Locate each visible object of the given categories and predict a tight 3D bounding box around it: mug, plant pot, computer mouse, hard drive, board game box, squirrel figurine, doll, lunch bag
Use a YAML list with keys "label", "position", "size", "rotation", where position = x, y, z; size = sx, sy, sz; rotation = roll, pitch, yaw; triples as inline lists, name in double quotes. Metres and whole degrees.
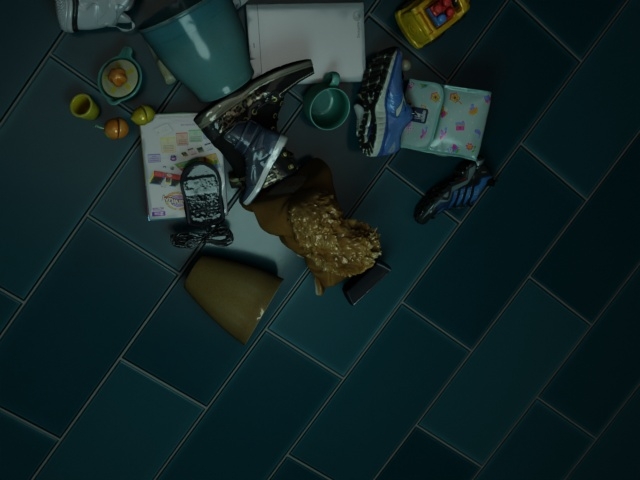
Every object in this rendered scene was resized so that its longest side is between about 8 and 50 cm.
- label: "mug"
  position: [0.021, -0.421, 1.896]
  size: [0.158, 0.097, 0.129]
  rotation: [-46, 125, 6]
- label: "plant pot"
  position: [-0.281, 0.160, 1.924]
  size: [0.254, 0.237, 0.237]
  rotation: [29, 95, -1]
- label: "computer mouse"
  position: [-0.355, -0.111, 1.853]
  size: [0.189, 0.072, 0.272]
  rotation: [-3, 115, -12]
- label: "hard drive"
  position: [0.139, 0.124, 1.972]
  size: [0.172, 0.254, 0.054]
  rotation: [-43, 91, 1]
- label: "plant pot"
  position: [-0.324, -0.537, 1.745]
  size: [0.272, 0.271, 0.255]
  rotation: [-30, 121, -3]
- label: "board game box"
  position: [-0.409, -0.225, 1.883]
  size: [0.242, 0.064, 0.316]
  rotation: [-4, 103, -10]
- label: "hard drive"
  position: [-0.042, -0.590, 1.886]
  size: [0.353, 0.047, 0.232]
  rotation: [-5, 103, -10]
- label: "squirrel figurine"
  position: [0.000, 0.000, 1.849]
  size: [0.281, 0.397, 0.370]
  rotation: [-31, 117, -13]
- label: "doll"
  position: [0.208, -0.493, 1.954]
  size: [0.189, 0.046, 0.129]
  rotation: [-43, 107, 4]
- label: "lunch bag"
  position: [0.377, -0.379, 1.958]
  size: [0.262, 0.160, 0.223]
  rotation: [11, 104, 1]

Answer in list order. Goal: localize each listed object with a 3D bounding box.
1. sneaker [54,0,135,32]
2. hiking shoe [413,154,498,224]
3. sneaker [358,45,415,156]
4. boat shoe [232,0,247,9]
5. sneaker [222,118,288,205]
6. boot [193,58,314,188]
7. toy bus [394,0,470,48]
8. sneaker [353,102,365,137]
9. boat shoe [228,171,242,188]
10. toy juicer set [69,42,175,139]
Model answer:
- label: "sneaker"
  position: [-0.605, -0.748, 1.701]
  size: [0.210, 0.137, 0.365]
  rotation: [2, 107, -12]
- label: "hiking shoe"
  position: [0.443, -0.141, 2.040]
  size: [0.304, 0.113, 0.132]
  rotation: [-41, 105, 0]
- label: "sneaker"
  position: [0.209, -0.417, 1.901]
  size: [0.147, 0.130, 0.329]
  rotation: [0, 103, -31]
- label: "boat shoe"
  position: [-0.306, -0.771, 1.784]
  size: [0.084, 0.095, 0.258]
  rotation: [-44, 103, -31]
- label: "sneaker"
  position: [-0.211, -0.224, 1.735]
  size: [0.163, 0.086, 0.226]
  rotation: [26, 102, -12]
- label: "boot"
  position: [-0.141, -0.332, 1.828]
  size: [0.377, 0.138, 0.284]
  rotation: [-31, 108, -7]
- label: "toy bus"
  position: [0.360, -0.692, 1.857]
  size: [0.220, 0.211, 0.149]
  rotation: [-38, 105, -3]
- label: "sneaker"
  position: [0.137, -0.357, 1.967]
  size: [0.061, 0.053, 0.152]
  rotation: [-29, 106, -1]
- label: "boat shoe"
  position: [-0.209, -0.193, 1.939]
  size: [0.152, 0.056, 0.049]
  rotation: [-8, 129, -17]
- label: "toy juicer set"
  position: [-0.536, -0.433, 1.764]
  size: [0.209, 0.089, 0.329]
  rotation: [41, 91, 12]
